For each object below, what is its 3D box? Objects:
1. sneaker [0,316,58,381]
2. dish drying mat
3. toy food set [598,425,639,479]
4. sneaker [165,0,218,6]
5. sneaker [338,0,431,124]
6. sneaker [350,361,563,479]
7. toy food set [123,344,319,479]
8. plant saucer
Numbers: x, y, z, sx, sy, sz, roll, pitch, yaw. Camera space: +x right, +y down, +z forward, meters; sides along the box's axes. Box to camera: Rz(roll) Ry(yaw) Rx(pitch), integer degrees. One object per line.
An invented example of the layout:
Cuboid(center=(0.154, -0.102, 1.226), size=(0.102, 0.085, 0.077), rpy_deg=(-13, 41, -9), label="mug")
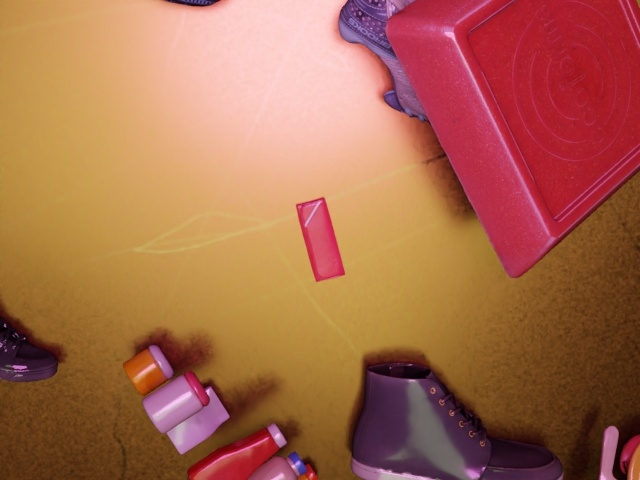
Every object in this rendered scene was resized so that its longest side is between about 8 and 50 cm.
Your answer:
Cuboid(center=(-0.342, 0.081, 0.919), size=(0.170, 0.051, 0.089), rpy_deg=(12, 105, -2), label="sneaker")
Cuboid(center=(0.000, 0.000, 0.945), size=(0.032, 0.008, 0.083), rpy_deg=(-15, 101, -1), label="dish drying mat")
Cuboid(center=(0.384, 0.260, 0.993), size=(0.218, 0.071, 0.128), rpy_deg=(5, 77, -6), label="toy food set")
Cuboid(center=(-0.093, -0.378, 0.830), size=(0.140, 0.125, 0.340), rpy_deg=(21, 100, -31), label="sneaker")
Cuboid(center=(0.133, -0.155, 0.890), size=(0.122, 0.110, 0.283), rpy_deg=(-28, 118, 37), label="sneaker")
Cuboid(center=(0.147, 0.195, 0.952), size=(0.222, 0.083, 0.118), rpy_deg=(6, 100, -3), label="sneaker")
Cuboid(center=(-0.092, 0.194, 0.929), size=(0.104, 0.111, 0.232), rpy_deg=(-32, 100, -9), label="toy food set")
Cuboid(center=(0.213, -0.139, 0.819), size=(0.259, 0.048, 0.258), rpy_deg=(-37, 108, -23), label="plant saucer")
